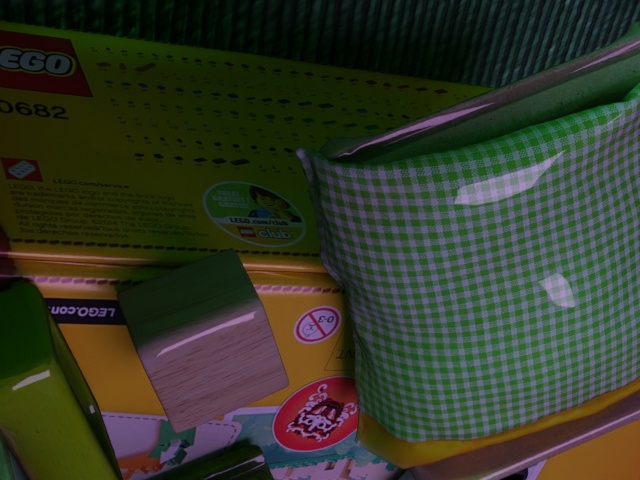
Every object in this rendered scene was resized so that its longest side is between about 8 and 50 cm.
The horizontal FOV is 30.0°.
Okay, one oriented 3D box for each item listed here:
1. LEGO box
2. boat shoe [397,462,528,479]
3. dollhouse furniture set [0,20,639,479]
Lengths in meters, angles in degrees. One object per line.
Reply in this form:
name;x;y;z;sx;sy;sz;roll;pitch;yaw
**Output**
LEGO box;-0.043;0.100;0.683;0.500;0.193;0.372;4;127;-29
boat shoe;0.053;0.145;0.602;0.049;0.040;0.142;14;121;-35
dollhouse furniture set;0.042;0.076;0.457;0.301;0.151;0.198;-22;134;-8
